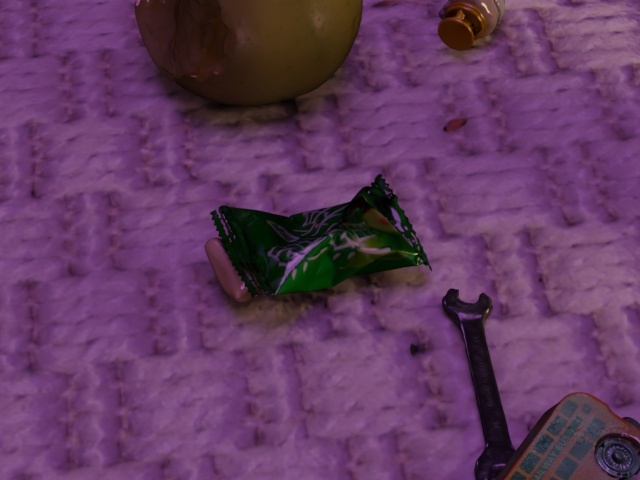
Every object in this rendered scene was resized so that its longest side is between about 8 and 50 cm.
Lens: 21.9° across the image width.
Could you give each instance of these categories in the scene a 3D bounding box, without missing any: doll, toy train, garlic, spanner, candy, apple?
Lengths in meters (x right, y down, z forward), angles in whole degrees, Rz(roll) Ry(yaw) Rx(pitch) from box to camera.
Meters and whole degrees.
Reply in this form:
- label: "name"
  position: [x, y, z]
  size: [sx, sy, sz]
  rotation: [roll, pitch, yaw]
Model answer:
- label: "doll"
  position: [0.178, -0.280, 1.969]
  size: [0.084, 0.073, 0.127]
  rotation: [-8, 37, 43]
- label: "toy train"
  position: [0.215, 0.218, 1.459]
  size: [0.099, 0.072, 0.188]
  rotation: [29, 54, 18]
- label: "garlic"
  position: [-0.087, 0.033, 1.677]
  size: [0.041, 0.053, 0.083]
  rotation: [-45, 58, 14]
- label: "spanner"
  position: [0.157, 0.138, 1.587]
  size: [0.054, 0.015, 0.254]
  rotation: [-5, 45, -3]
- label: "candy"
  position: [0.000, 0.004, 1.684]
  size: [0.203, 0.078, 0.141]
  rotation: [-9, 27, -21]
- label: "apple"
  position: [-0.079, -0.288, 1.870]
  size: [0.279, 0.279, 0.279]
  rotation: [-1, 45, 1]
